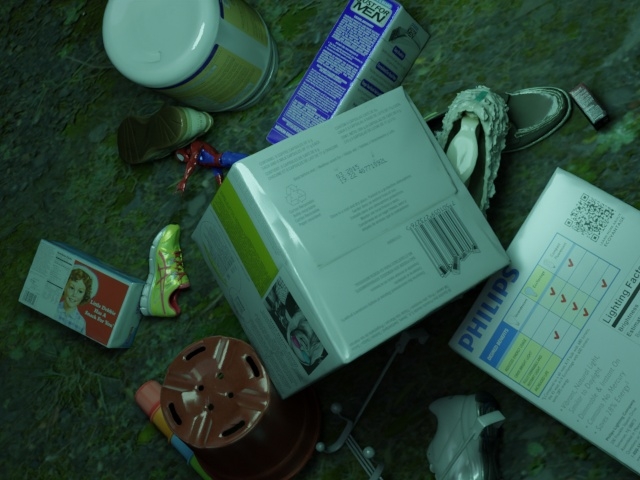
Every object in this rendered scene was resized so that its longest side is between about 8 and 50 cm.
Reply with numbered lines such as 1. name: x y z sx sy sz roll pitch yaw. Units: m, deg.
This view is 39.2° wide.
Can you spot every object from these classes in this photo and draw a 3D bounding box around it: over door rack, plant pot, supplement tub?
1. over door rack: 0.138 0.348 1.614 0.239 0.108 0.324 49 116 34
2. plant pot: -0.158 0.311 1.665 0.272 0.265 0.272 -5 66 11
3. supplement tub: -0.240 -0.386 1.759 0.241 0.331 0.241 -2 85 21

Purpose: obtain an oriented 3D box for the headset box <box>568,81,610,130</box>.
1. headset box: 0.478 -0.242 1.603 0.032 0.062 0.083 -38 74 14

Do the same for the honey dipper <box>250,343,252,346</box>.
1. honey dipper: -0.121 0.212 1.829 0.161 0.030 0.030 -11 82 18

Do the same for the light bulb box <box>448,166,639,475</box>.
1. light bulb box: 0.473 0.124 1.489 0.361 0.225 0.358 34 99 22

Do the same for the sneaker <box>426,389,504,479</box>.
1. sneaker: 0.261 0.422 1.632 0.129 0.111 0.297 -6 79 37

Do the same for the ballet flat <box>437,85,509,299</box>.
1. ballet flat: 0.232 -0.071 1.594 0.147 0.147 0.409 15 108 22

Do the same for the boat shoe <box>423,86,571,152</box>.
1. boat shoe: 0.307 -0.212 1.654 0.305 0.091 0.109 -16 80 20

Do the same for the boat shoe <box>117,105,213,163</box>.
1. boat shoe: -0.335 -0.220 1.889 0.285 0.089 0.104 -3 94 49

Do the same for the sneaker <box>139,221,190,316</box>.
1. sneaker: -0.313 0.066 1.897 0.094 0.081 0.208 13 97 15

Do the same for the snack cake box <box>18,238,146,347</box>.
1. snack cake box: -0.513 0.115 1.962 0.264 0.089 0.152 23 93 22

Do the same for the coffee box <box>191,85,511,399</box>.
1. coffee box: 0.034 0.014 1.485 0.337 0.334 0.338 -27 81 -26

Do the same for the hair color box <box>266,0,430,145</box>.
1. hair color box: 0.056 -0.295 1.712 0.110 0.185 0.339 37 99 22

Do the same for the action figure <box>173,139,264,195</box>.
1. action figure: -0.187 -0.129 1.846 0.280 0.091 0.139 13 81 22

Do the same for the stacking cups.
1. stacking cups: -0.256 0.404 1.836 0.316 0.096 0.096 43 102 21
